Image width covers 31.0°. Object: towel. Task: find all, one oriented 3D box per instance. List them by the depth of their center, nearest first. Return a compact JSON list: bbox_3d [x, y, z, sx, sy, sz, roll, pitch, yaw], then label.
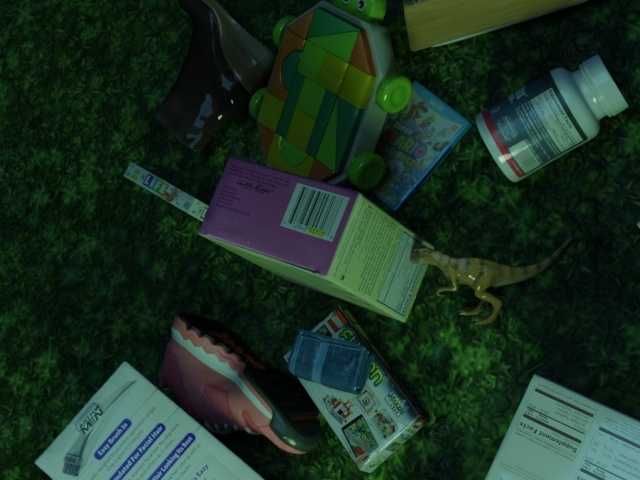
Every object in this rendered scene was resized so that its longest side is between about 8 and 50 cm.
[{"bbox_3d":[0.012,0.166,1.577,0.119,0.029,0.067,13,81,32],"label":"towel"}]

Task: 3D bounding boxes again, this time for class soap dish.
[{"bbox_3d":[0.240,-0.418,1.642,0.290,0.118,0.229,-13,67,27],"label":"soap dish"}]

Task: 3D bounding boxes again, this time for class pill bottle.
[{"bbox_3d":[0.306,-0.165,1.522,0.180,0.108,0.108,-30,61,17],"label":"pill bottle"}]

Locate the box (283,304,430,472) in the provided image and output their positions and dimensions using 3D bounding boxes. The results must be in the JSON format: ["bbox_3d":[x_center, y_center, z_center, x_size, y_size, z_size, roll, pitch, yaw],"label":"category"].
[{"bbox_3d":[0.047,0.202,1.585,0.114,0.036,0.207,-43,58,10],"label":"box"}]

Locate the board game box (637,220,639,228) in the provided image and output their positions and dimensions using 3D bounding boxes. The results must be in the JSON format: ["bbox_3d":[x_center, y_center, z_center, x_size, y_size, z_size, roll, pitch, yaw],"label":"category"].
[{"bbox_3d":[0.585,0.004,1.317,0.318,0.066,0.319,-40,58,17],"label":"board game box"}]

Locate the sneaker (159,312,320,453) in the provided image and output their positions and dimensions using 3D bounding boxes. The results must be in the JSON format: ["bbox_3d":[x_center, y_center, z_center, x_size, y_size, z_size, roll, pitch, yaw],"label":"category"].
[{"bbox_3d":[-0.120,0.231,1.645,0.314,0.116,0.136,36,104,39],"label":"sneaker"}]

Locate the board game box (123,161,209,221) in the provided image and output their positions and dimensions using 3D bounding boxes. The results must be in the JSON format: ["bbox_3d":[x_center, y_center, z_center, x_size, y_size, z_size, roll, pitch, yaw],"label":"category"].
[{"bbox_3d":[-0.220,-0.066,1.790,0.154,0.103,0.026,29,88,33],"label":"board game box"}]

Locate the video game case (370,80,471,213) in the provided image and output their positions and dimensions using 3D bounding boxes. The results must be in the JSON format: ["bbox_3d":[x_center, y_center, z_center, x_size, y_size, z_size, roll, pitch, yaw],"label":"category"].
[{"bbox_3d":[0.125,-0.137,1.672,0.166,0.015,0.119,-50,56,5],"label":"video game case"}]

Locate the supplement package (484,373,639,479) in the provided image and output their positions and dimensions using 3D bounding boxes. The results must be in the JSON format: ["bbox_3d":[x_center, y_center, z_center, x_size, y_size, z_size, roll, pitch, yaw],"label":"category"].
[{"bbox_3d":[0.350,0.282,1.284,0.261,0.204,0.145,24,85,33],"label":"supplement package"}]

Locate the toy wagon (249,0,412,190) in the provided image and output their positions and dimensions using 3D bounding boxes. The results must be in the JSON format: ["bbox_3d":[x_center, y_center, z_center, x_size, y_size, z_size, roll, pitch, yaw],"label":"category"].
[{"bbox_3d":[0.017,-0.242,1.675,0.267,0.068,0.345,36,115,40],"label":"toy wagon"}]

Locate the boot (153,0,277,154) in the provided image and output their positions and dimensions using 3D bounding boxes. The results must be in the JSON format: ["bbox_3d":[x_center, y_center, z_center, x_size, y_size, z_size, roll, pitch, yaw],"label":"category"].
[{"bbox_3d":[-0.205,-0.281,1.863,0.207,0.090,0.248,-47,61,5],"label":"boot"}]

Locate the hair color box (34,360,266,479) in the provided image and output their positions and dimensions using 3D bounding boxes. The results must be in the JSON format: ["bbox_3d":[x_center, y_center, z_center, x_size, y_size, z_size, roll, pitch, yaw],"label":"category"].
[{"bbox_3d":[-0.196,0.341,1.552,0.338,0.110,0.185,37,77,20],"label":"hair color box"}]

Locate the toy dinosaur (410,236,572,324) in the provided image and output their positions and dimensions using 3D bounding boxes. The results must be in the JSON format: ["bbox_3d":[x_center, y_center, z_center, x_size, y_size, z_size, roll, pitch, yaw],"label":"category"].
[{"bbox_3d":[0.221,0.049,1.513,0.211,0.064,0.112,4,103,7],"label":"toy dinosaur"}]

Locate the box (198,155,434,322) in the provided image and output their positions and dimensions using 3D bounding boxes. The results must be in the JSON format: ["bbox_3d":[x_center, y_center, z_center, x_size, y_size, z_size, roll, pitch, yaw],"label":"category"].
[{"bbox_3d":[0.000,0.000,1.558,0.213,0.243,0.117,18,82,33],"label":"box"}]
